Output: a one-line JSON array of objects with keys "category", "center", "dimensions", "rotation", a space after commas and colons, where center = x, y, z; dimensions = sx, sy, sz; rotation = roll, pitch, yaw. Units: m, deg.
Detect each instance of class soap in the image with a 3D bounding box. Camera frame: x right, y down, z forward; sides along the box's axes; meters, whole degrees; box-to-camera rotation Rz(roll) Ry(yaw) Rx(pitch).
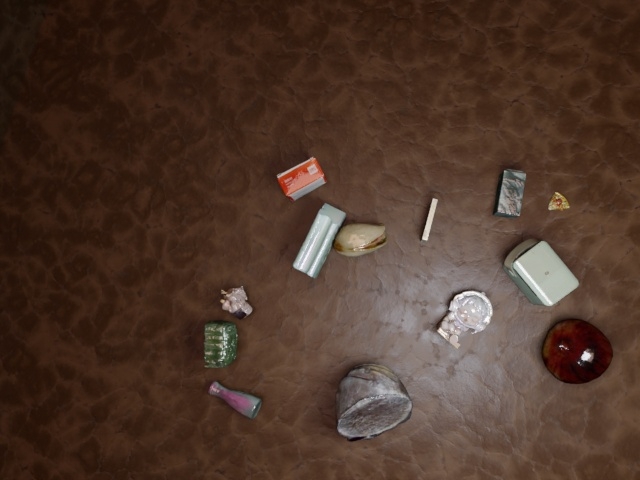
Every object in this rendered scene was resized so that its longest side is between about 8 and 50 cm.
[{"category": "soap", "center": [0.000, 0.000, 1.934], "dimensions": [0.095, 0.173, 0.290], "rotation": [25, 87, 8]}]

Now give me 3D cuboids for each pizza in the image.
[{"category": "pizza", "center": [0.931, -0.144, 1.898], "dimensions": [0.078, 0.025, 0.083], "rotation": [-39, 81, 0]}]

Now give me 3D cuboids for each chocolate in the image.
[{"category": "chocolate", "center": [0.174, 0.578, 1.814], "dimensions": [0.303, 0.303, 0.213], "rotation": [-24, 43, 5]}]

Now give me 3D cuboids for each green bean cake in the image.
[{"category": "green bean cake", "center": [-0.397, 0.412, 1.943], "dimensions": [0.094, 0.173, 0.182], "rotation": [-1, 83, 6]}]

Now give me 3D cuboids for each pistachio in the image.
[{"category": "pistachio", "center": [0.159, -0.004, 1.931], "dimensions": [0.215, 0.144, 0.144], "rotation": [-13, 82, 6]}]

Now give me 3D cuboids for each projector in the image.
[{"category": "projector", "center": [0.810, 0.115, 1.811], "dimensions": [0.163, 0.177, 0.242], "rotation": [-38, 82, 0]}]

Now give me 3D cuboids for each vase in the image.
[{"category": "vase", "center": [-0.350, 0.640, 1.964], "dimensions": [0.214, 0.086, 0.086], "rotation": [21, 87, 14]}]

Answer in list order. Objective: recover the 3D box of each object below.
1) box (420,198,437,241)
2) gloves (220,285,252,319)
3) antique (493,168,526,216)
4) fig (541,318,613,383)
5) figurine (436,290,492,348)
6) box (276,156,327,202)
[{"category": "box", "center": [0.432, -0.078, 1.925], "dimensions": [0.024, 0.090, 0.167], "rotation": [15, 86, 8]}, {"category": "gloves", "center": [-0.344, 0.253, 1.995], "dimensions": [0.110, 0.094, 0.144], "rotation": [-12, 105, 30]}, {"category": "antique", "center": [0.741, -0.186, 1.897], "dimensions": [0.086, 0.088, 0.183], "rotation": [10, 85, 8]}, {"category": "fig", "center": [0.928, 0.406, 1.751], "dimensions": [0.235, 0.235, 0.214], "rotation": [-38, 118, 2]}, {"category": "figurine", "center": [0.553, 0.289, 1.845], "dimensions": [0.237, 0.141, 0.162], "rotation": [-43, 85, 1]}, {"category": "box", "center": [-0.075, -0.251, 1.989], "dimensions": [0.182, 0.133, 0.099], "rotation": [-29, 80, 5]}]
